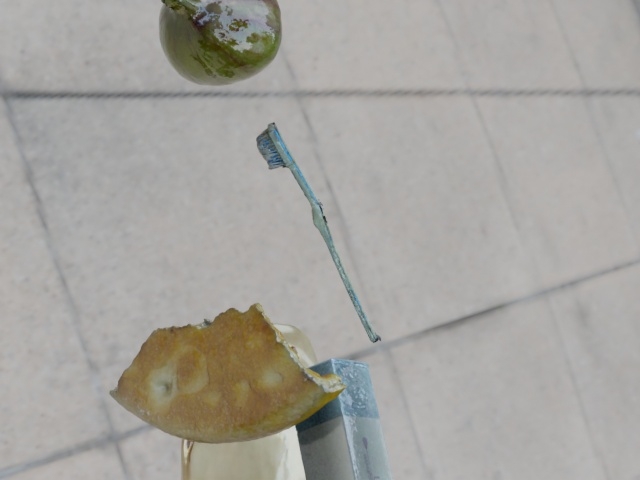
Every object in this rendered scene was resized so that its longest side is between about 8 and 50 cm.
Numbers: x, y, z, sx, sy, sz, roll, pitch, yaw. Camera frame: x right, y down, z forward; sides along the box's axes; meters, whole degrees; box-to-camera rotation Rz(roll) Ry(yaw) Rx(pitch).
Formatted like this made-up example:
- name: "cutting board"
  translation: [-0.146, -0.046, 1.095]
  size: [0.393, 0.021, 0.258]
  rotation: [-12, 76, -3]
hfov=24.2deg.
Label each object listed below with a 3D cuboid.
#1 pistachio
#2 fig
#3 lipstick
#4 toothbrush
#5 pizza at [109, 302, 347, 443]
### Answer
- name: "pistachio"
  translation: [-0.092, 0.258, 1.922]
  size: [0.187, 0.188, 0.299]
  rotation: [31, 55, -49]
- name: "fig"
  translation: [-0.120, -0.256, 1.705]
  size: [0.186, 0.142, 0.147]
  rotation: [13, 71, -80]
- name: "lipstick"
  translation: [0.037, 0.280, 1.496]
  size: [0.066, 0.068, 0.317]
  rotation: [14, 58, -50]
- name: "toothbrush"
  translation: [0.005, -0.002, 1.510]
  size: [0.026, 0.028, 0.294]
  rotation: [-99, 163, -55]
- name: "pizza"
  translation: [-0.100, 0.142, 1.523]
  size: [0.056, 0.271, 0.134]
  rotation: [2, 73, -61]
